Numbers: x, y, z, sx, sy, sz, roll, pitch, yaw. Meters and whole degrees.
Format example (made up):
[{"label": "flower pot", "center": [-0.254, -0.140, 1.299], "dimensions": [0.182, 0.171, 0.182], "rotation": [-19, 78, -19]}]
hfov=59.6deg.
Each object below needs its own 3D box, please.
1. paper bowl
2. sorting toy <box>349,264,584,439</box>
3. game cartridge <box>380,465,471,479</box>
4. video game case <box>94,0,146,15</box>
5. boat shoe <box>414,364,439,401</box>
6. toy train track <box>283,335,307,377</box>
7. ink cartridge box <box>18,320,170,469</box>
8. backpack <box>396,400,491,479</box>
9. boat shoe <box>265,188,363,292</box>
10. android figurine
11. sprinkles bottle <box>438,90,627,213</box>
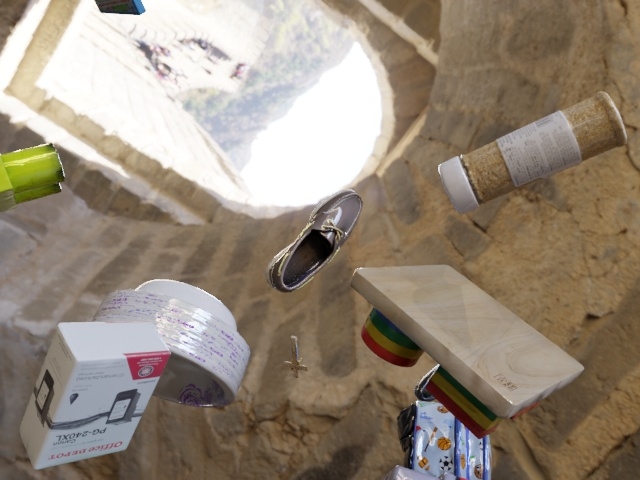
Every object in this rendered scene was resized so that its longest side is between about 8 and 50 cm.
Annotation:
[{"label": "paper bowl", "center": [-0.265, 0.179, 1.008], "dimensions": [0.284, 0.284, 0.148], "rotation": [-40, -155, 50]}, {"label": "sorting toy", "center": [0.189, 0.143, 0.768], "dimensions": [0.255, 0.257, 0.090], "rotation": [41, -65, 34]}, {"label": "game cartridge", "center": [0.247, 0.375, 0.716], "dimensions": [0.230, 0.354, 0.068], "rotation": [97, 10, -56]}, {"label": "video game case", "center": [-0.308, -0.390, 0.755], "dimensions": [0.119, 0.166, 0.015], "rotation": [21, -126, 39]}, {"label": "boat shoe", "center": [0.391, 0.386, 1.617], "dimensions": [0.258, 0.109, 0.089], "rotation": [-45, 175, -2]}, {"label": "toy train track", "center": [-0.042, 0.202, 0.978], "dimensions": [0.014, 0.048, 0.084], "rotation": [-42, 135, -56]}, {"label": "ink cartridge box", "center": [-0.248, 0.167, 0.613], "dimensions": [0.063, 0.109, 0.151], "rotation": [41, -68, 37]}, {"label": "backpack", "center": [0.265, 0.484, 1.211], "dimensions": [0.212, 0.264, 0.277], "rotation": [-8, -139, 13]}, {"label": "boat shoe", "center": [0.000, 0.000, 1.379], "dimensions": [0.324, 0.117, 0.096], "rotation": [-46, -161, -13]}, {"label": "android figurine", "center": [-0.405, -0.040, 0.558], "dimensions": [0.272, 0.056, 0.248], "rotation": [-19, -174, -25]}, {"label": "sprinkles bottle", "center": [0.431, -0.177, 1.162], "dimensions": [0.355, 0.121, 0.121], "rotation": [-24, -154, 19]}]
